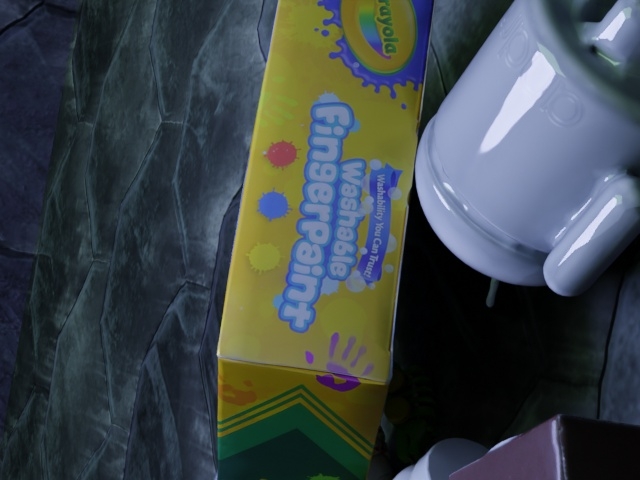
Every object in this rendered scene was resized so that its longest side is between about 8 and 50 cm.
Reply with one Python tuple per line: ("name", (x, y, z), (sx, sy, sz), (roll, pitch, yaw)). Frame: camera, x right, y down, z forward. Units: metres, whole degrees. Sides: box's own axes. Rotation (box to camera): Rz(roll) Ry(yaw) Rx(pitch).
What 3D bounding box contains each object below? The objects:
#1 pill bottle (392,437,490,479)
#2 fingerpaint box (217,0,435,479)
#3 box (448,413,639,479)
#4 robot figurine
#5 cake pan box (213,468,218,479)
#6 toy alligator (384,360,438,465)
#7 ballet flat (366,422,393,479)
("pill bottle", (0.100, 0.292, 1.581), (0.208, 0.119, 0.119), (-57, 33, 40))
("fingerpaint box", (0.000, 0.000, 1.623), (0.371, 0.163, 0.445), (98, -179, -63))
("box", (0.219, 0.265, 1.277), (0.168, 0.167, 0.203), (-41, 44, 54))
("robot figurine", (0.211, -0.098, 1.393), (0.300, 0.199, 0.353), (-95, 28, -42))
("cake pan box", (-0.055, 0.314, 1.967), (0.246, 0.070, 0.267), (-117, 43, -56))
("toy alligator", (0.101, 0.192, 1.702), (0.051, 0.056, 0.190), (-22, 49, 13))
("ballet flat", (0.045, 0.301, 1.765), (0.077, 0.091, 0.241), (18, 103, 35))
